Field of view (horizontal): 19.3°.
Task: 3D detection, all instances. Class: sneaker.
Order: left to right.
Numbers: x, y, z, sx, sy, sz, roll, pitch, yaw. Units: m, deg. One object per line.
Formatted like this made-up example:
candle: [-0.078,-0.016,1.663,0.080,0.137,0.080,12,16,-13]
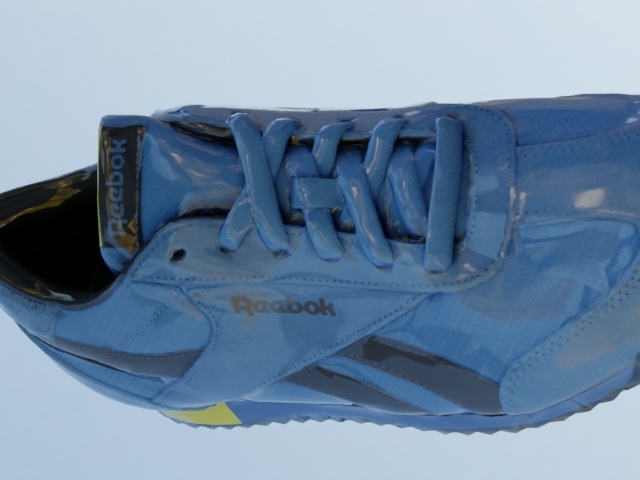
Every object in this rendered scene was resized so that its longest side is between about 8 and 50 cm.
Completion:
sneaker: [0.000,0.000,0.428,0.082,0.209,0.069,34,-121,-40]
